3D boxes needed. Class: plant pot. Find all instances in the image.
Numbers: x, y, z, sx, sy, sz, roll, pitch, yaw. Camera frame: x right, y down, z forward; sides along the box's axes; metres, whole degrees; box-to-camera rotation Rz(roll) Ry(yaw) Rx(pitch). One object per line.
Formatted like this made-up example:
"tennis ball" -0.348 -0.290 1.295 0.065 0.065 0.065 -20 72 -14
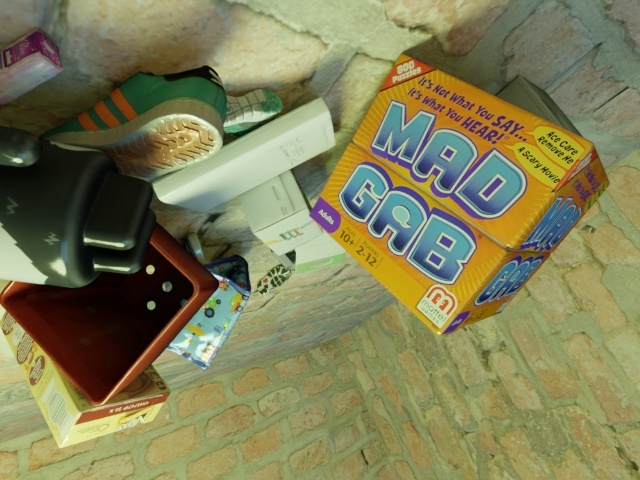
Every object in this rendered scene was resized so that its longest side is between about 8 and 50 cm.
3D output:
"plant pot" -0.355 0.094 0.782 0.267 0.267 0.236 -49 172 3

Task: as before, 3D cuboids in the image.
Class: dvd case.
"dvd case" -0.028 0.006 1.299 0.239 0.029 0.179 -25 159 1

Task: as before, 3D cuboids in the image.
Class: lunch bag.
"lunch bag" -0.275 0.160 1.078 0.220 0.138 0.293 -59 -173 6

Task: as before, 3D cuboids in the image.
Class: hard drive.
"hard drive" -0.121 -0.144 0.747 0.308 0.040 0.203 -26 176 4

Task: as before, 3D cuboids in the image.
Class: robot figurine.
"robot figurine" -0.349 -0.035 0.476 0.279 0.173 0.208 10 106 -12

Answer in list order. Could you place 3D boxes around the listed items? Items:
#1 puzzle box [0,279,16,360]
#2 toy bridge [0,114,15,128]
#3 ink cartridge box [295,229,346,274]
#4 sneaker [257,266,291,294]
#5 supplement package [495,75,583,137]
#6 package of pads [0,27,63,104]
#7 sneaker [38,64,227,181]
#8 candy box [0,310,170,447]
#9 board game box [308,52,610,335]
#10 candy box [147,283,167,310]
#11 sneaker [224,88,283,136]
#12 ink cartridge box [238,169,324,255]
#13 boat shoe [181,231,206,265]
"puzzle box" -0.638 0.172 0.985 0.272 0.052 0.409 -12 156 -32
"toy bridge" -0.431 -0.128 0.530 0.063 0.026 0.188 -16 156 -25
"ink cartridge box" 0.000 0.000 1.198 0.171 0.056 0.235 -13 146 -16
"sneaker" -0.159 0.134 1.440 0.170 0.068 0.071 -31 175 39
"supplement package" 0.492 -0.237 1.051 0.198 0.199 0.263 -3 150 -44
"package of pads" -0.333 -0.192 0.450 0.083 0.050 0.032 -26 159 5
"sneaker" -0.260 -0.154 0.561 0.303 0.120 0.108 -9 147 17
"candy box" -0.463 0.229 0.797 0.087 0.316 0.183 -56 152 10
"board game box" 0.275 -0.082 0.821 0.357 0.356 0.356 3 123 -51
"candy box" -0.480 0.226 1.131 0.070 0.164 0.196 -3 151 -42
"sneaker" -0.143 -0.192 0.651 0.167 0.064 0.076 -12 160 -27
"ink cartridge box" -0.088 -0.066 0.917 0.128 0.128 0.176 -26 158 2
"boat shoe" -0.328 0.051 1.005 0.070 0.077 0.219 -17 160 -23
